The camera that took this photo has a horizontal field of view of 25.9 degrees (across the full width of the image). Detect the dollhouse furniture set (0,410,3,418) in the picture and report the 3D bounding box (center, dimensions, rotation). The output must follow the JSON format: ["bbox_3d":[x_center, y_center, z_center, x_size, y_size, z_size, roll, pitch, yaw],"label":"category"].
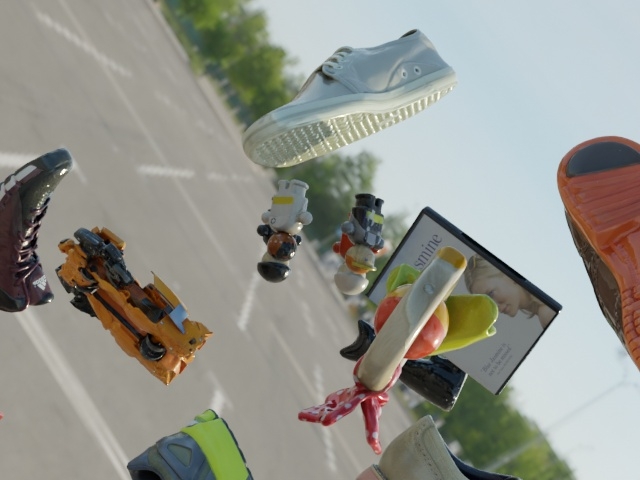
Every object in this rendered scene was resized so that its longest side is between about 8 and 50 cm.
[{"bbox_3d":[-0.608,0.277,2.054,0.152,0.201,0.374,46,-8,24],"label":"dollhouse furniture set"}]

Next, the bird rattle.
[{"bbox_3d":[0.081,0.105,1.532,0.143,0.253,0.207,40,-32,15],"label":"bird rattle"}]

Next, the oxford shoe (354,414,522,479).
[{"bbox_3d":[0.235,0.382,1.741,0.397,0.146,0.140,40,2,-7],"label":"oxford shoe"}]

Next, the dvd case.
[{"bbox_3d":[0.210,0.090,2.066,0.253,0.180,0.022,37,29,11],"label":"dvd case"}]

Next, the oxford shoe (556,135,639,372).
[{"bbox_3d":[0.332,0.066,1.306,0.133,0.130,0.363,71,1,-51],"label":"oxford shoe"}]

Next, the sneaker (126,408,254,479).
[{"bbox_3d":[-0.107,0.330,1.471,0.300,0.121,0.111,59,-22,29],"label":"sneaker"}]

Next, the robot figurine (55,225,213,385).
[{"bbox_3d":[-0.318,0.098,2.293,0.291,0.085,0.211,46,-37,4],"label":"robot figurine"}]

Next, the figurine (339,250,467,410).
[{"bbox_3d":[0.167,0.146,2.324,0.209,0.215,0.092,25,-5,6],"label":"figurine"}]

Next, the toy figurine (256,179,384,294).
[{"bbox_3d":[0.000,0.000,2.311,0.209,0.213,0.148,123,-22,-77],"label":"toy figurine"}]

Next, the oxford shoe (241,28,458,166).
[{"bbox_3d":[0.033,-0.217,2.062,0.449,0.169,0.130,-26,85,-45],"label":"oxford shoe"}]

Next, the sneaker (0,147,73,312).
[{"bbox_3d":[-0.408,0.002,1.966,0.162,0.281,0.106,52,30,2],"label":"sneaker"}]
